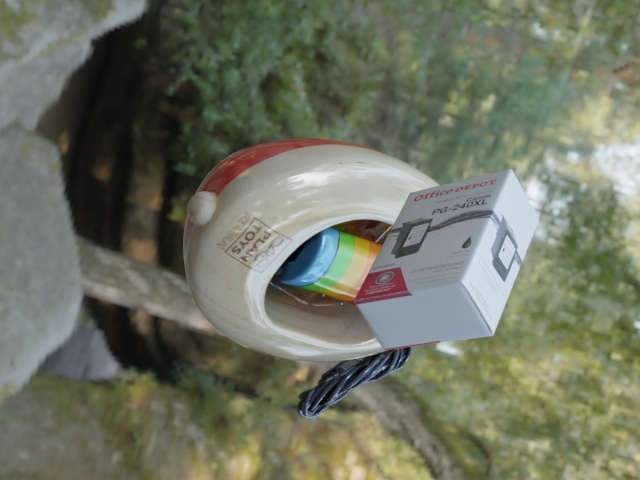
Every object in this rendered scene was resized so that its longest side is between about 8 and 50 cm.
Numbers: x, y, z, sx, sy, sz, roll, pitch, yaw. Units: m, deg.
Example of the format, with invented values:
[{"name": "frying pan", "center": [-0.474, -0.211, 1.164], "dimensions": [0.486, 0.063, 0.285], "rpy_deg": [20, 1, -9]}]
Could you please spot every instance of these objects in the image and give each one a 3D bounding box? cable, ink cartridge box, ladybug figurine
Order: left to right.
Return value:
[{"name": "ladybug figurine", "center": [0.000, 0.000, 1.738], "dimensions": [0.305, 0.449, 0.162], "rpy_deg": [-47, -130, 17]}, {"name": "cable", "center": [0.047, 0.187, 1.903], "dimensions": [0.184, 0.047, 0.150], "rpy_deg": [-27, -179, -44]}, {"name": "ink cartridge box", "center": [0.109, 0.015, 1.198], "dimensions": [0.109, 0.063, 0.150], "rpy_deg": [-12, -146, 35]}]
